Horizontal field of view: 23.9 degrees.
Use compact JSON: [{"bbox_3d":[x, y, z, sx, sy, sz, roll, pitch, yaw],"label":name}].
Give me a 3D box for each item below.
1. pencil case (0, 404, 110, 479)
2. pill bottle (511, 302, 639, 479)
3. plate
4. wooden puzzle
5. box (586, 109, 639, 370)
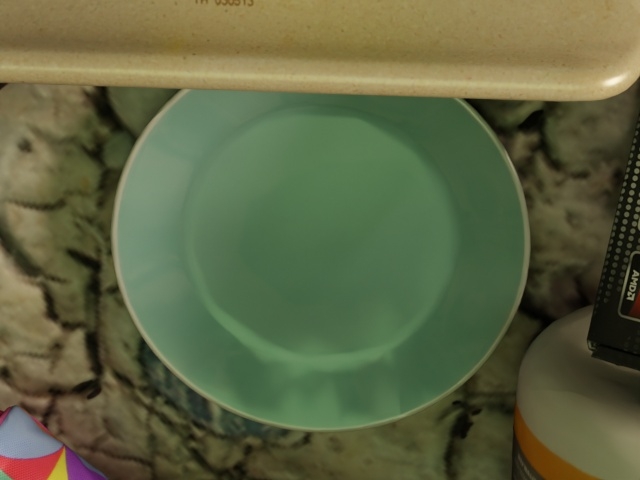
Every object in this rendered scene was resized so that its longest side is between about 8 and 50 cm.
[{"bbox_3d":[-0.096,0.178,0.726,0.236,0.104,0.104,42,109,-15],"label":"pencil case"},{"bbox_3d":[0.161,0.176,0.671,0.162,0.162,0.278,0,112,4],"label":"pill bottle"},{"bbox_3d":[0.000,0.000,0.683,0.188,0.024,0.188,2,112,4],"label":"plate"},{"bbox_3d":[-0.034,-0.225,0.518,0.322,0.080,0.348,2,98,3],"label":"wooden puzzle"},{"bbox_3d":[0.229,-0.062,0.529,0.216,0.060,0.270,16,96,32],"label":"box"}]
